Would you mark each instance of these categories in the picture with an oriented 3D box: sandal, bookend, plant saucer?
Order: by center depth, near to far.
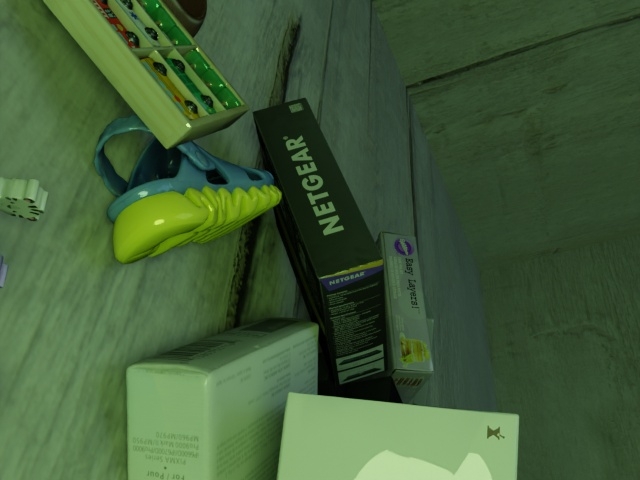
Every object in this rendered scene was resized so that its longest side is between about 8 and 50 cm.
[{"bbox_3d":[-0.141,-0.068,0.830,0.138,0.126,0.317,62,14,4],"label":"sandal"},{"bbox_3d":[-0.199,-0.359,1.023,0.168,0.029,0.168,-14,90,-71],"label":"plant saucer"},{"bbox_3d":[0.037,0.217,1.060,0.072,0.156,0.157,-72,143,-55],"label":"bookend"}]

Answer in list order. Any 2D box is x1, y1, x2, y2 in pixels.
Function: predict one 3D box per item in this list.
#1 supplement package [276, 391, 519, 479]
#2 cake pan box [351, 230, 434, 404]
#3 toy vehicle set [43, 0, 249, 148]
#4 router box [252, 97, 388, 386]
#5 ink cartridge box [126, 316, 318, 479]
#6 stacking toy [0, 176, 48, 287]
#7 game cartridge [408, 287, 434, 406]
[{"bbox_3d":[0.063,0.262,0.723,0.262,0.198,0.199,82,14,-74],"label":"supplement package"},{"bbox_3d":[0.095,0.160,1.224,0.267,0.070,0.245,113,-19,-51],"label":"cake pan box"},{"bbox_3d":[-0.194,-0.217,0.759,0.267,0.035,0.166,51,21,-4],"label":"toy vehicle set"},{"bbox_3d":[0.000,0.000,1.007,0.243,0.081,0.309,82,-11,-50],"label":"router box"},{"bbox_3d":[-0.090,0.293,0.805,0.308,0.091,0.385,-7,99,-72],"label":"ink cartridge box"},{"bbox_3d":[-0.212,0.006,0.452,0.221,0.052,0.167,124,-28,-63],"label":"stacking toy"},{"bbox_3d":[0.148,0.235,1.326,0.198,0.062,0.297,-83,177,-69],"label":"game cartridge"}]
